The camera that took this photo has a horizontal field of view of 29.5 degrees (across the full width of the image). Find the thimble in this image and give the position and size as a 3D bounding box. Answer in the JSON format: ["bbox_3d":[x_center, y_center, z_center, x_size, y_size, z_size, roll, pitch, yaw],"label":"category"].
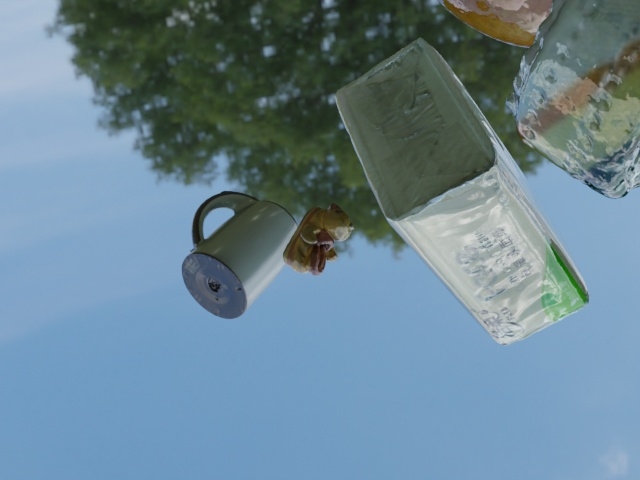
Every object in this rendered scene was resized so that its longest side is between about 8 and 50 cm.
[{"bbox_3d":[0.331,-0.189,1.275,0.167,0.288,0.254,41,-128,19],"label":"thimble"}]

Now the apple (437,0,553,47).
[{"bbox_3d":[0.296,-0.440,1.646,0.400,0.333,0.400,31,-154,-17],"label":"apple"}]

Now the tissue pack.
[{"bbox_3d":[0.226,-0.069,1.938,0.205,0.405,0.332,-31,-134,11],"label":"tissue pack"}]

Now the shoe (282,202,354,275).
[{"bbox_3d":[0.000,0.003,1.756,0.069,0.072,0.109,30,-120,37],"label":"shoe"}]

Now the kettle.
[{"bbox_3d":[-0.170,0.008,2.480,0.221,0.161,0.236,43,-129,2],"label":"kettle"}]
